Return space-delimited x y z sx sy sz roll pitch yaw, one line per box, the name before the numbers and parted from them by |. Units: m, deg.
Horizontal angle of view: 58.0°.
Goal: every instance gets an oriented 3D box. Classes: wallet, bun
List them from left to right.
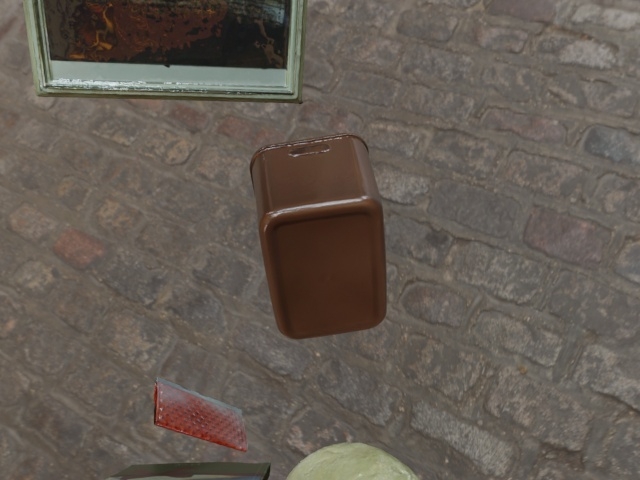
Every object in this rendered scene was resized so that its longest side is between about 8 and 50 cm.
wallet | -0.221 0.326 1.071 0.020 0.196 0.103 -48 33 16
bun | 0.048 0.564 1.058 0.352 0.227 0.349 -36 72 30

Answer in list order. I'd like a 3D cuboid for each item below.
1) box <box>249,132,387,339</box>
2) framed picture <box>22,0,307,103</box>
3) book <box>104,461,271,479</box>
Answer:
box | 0.000 0.000 1.138 0.239 0.339 0.229 -8 37 -2
framed picture | -0.153 -0.257 0.596 0.293 0.231 0.018 -2 26 -13
book | -0.169 0.294 0.663 0.201 0.289 0.026 0 79 0
